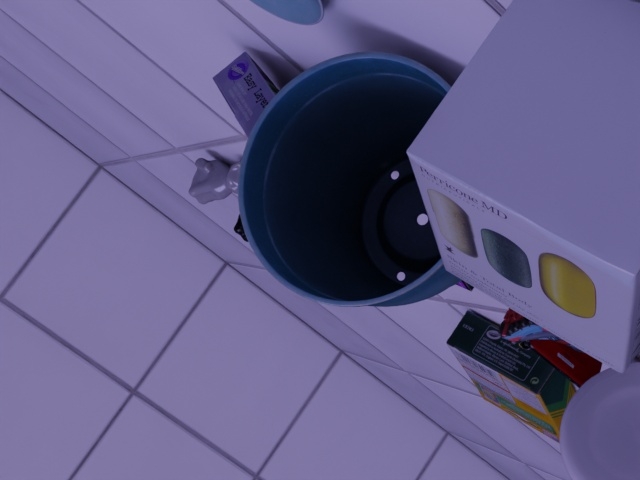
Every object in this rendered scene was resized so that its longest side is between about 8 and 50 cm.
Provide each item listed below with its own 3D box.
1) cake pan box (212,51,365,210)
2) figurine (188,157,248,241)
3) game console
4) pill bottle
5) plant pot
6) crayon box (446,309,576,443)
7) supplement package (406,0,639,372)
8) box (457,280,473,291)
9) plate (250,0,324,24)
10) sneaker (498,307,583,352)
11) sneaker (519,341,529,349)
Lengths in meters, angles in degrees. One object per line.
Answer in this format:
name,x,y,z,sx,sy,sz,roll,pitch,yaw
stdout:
cake pan box,-0.020,-0.108,1.489,0.246,0.070,0.267,47,-172,-46
figurine,-0.140,-0.086,2.172,0.215,0.092,0.209,41,159,-26
game console,0.364,0.165,1.707,0.144,0.124,0.085,38,142,-16
pill bottle,0.520,0.362,1.684,0.229,0.229,0.407,28,166,34
plant pot,0.084,-0.047,1.247,0.272,0.271,0.255,30,-177,25
crayon box,0.379,0.267,2.086,0.203,0.083,0.323,28,166,31
supplement package,0.221,-0.050,0.914,0.199,0.198,0.262,31,168,22
box,0.173,0.019,1.794,0.162,0.029,0.116,23,163,42
plate,-0.068,-0.302,1.171,0.188,0.024,0.188,34,168,8
sneaker,0.342,0.121,1.530,0.125,0.104,0.262,35,169,-7
sneaker,0.352,0.170,1.880,0.031,0.035,0.083,36,169,-2
